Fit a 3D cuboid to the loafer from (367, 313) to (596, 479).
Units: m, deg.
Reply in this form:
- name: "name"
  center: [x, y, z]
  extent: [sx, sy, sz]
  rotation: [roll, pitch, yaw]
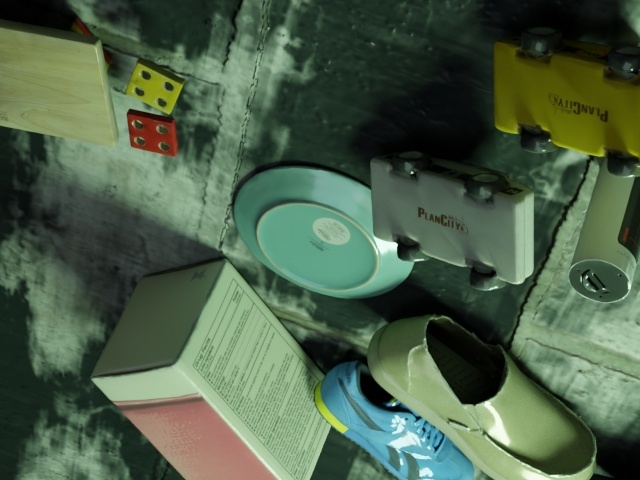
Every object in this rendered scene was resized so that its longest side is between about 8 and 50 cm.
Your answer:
- name: "loafer"
  center: [0.173, 0.164, 1.874]
  extent: [0.268, 0.102, 0.092]
  rotation: [31, 147, -10]

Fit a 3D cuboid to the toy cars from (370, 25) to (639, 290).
- name: "toy cars"
  center: [0.183, -0.073, 1.597]
  extent: [0.393, 0.087, 0.176]
  rotation: [-42, 72, 50]

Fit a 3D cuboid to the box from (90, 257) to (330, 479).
- name: "box"
  center: [-0.106, 0.155, 1.961]
  extent: [0.126, 0.149, 0.232]
  rotation: [-12, 129, 37]

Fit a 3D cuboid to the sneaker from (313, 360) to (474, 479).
- name: "sneaker"
  center: [0.093, 0.199, 1.980]
  extent: [0.209, 0.069, 0.082]
  rotation: [36, 136, -16]

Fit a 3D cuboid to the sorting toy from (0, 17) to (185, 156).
- name: "sorting toy"
  center: [-0.245, -0.158, 1.746]
  extent: [0.274, 0.046, 0.132]
  rotation: [11, 140, 15]

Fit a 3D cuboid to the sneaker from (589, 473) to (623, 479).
- name: "sneaker"
  center: [0.418, 0.300, 1.918]
  extent: [0.330, 0.122, 0.146]
  rotation: [24, 128, -5]

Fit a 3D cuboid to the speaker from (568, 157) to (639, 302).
- name: "speaker"
  center: [0.253, -0.013, 1.599]
  extent: [0.055, 0.136, 0.055]
  rotation: [14, 140, 12]

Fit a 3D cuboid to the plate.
- name: "plate"
  center: [0.000, 0.000, 1.829]
  extent: [0.188, 0.024, 0.188]
  rotation: [14, 141, 12]
